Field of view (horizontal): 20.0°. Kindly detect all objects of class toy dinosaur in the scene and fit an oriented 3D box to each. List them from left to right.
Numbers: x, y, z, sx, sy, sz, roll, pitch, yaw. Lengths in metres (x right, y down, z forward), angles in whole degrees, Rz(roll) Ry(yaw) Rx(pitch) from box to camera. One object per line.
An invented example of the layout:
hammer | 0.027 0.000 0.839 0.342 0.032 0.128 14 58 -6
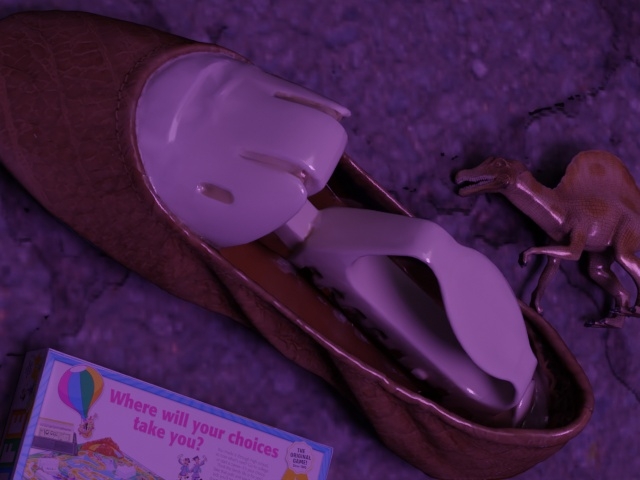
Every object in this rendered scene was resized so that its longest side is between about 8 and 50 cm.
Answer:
toy dinosaur | 0.158 -0.002 0.971 0.183 0.053 0.092 9 76 -31

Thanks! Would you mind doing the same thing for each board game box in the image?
board game box | -0.073 0.121 0.819 0.154 0.026 0.103 23 71 -28

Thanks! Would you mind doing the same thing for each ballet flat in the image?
ballet flat | 0.000 0.000 0.826 0.342 0.124 0.116 41 60 -21
